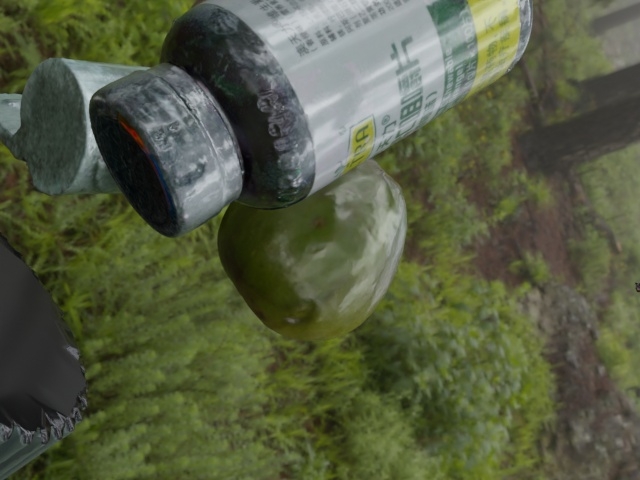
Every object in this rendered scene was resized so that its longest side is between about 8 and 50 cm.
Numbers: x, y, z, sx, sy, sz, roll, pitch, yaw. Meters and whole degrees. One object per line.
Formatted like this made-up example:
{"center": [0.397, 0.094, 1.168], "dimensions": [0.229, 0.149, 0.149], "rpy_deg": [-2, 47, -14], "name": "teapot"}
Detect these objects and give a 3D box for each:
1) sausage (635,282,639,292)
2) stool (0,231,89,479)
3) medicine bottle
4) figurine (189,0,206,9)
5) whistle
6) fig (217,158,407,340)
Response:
{"center": [0.247, -0.021, 0.488], "dimensions": [0.025, 0.198, 0.028], "rpy_deg": [35, 42, -10], "name": "sausage"}
{"center": [-0.406, 0.131, 0.703], "dimensions": [0.297, 0.330, 0.297], "rpy_deg": [51, 6, -7], "name": "stool"}
{"center": [-0.004, -0.114, 0.599], "dimensions": [0.141, 0.293, 0.141], "rpy_deg": [43, -29, 30], "name": "medicine bottle"}
{"center": [-0.051, -0.275, 0.963], "dimensions": [0.176, 0.186, 0.288], "rpy_deg": [-84, -179, -69], "name": "figurine"}
{"center": [-0.354, -0.151, 1.313], "dimensions": [0.168, 0.404, 0.188], "rpy_deg": [-4, 91, -44], "name": "whistle"}
{"center": [0.000, 0.000, 0.890], "dimensions": [0.181, 0.191, 0.181], "rpy_deg": [39, 1, -1], "name": "fig"}
